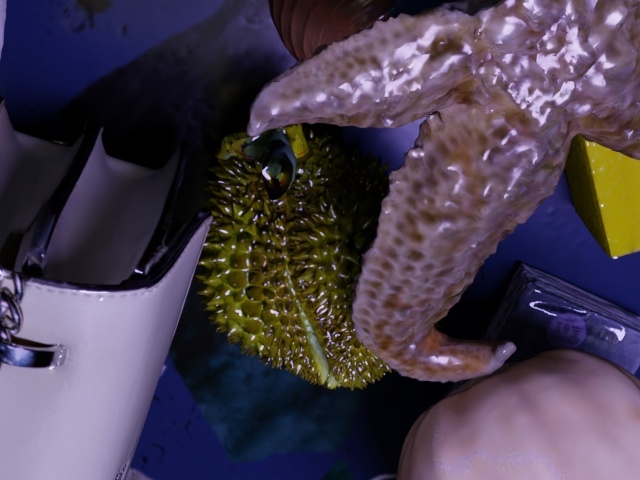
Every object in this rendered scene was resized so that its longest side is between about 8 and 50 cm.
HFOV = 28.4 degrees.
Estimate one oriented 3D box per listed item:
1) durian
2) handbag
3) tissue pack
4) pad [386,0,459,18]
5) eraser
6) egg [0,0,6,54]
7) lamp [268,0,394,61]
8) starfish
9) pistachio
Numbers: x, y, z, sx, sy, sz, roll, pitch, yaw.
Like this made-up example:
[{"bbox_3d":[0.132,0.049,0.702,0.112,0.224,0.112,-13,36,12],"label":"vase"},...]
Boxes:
[{"bbox_3d":[-0.006,0.007,0.860,0.198,0.146,0.159,41,120,-10],"label":"durian"},{"bbox_3d":[-0.192,0.116,0.825,0.160,0.236,0.358,16,116,-7],"label":"handbag"},{"bbox_3d":[0.165,0.108,0.957,0.112,0.051,0.156,23,109,-13],"label":"tissue pack"},{"bbox_3d":[0.113,-0.235,0.753,0.270,0.012,0.269,-44,114,-23],"label":"pad"},{"bbox_3d":[0.192,-0.063,0.862,0.045,0.097,0.122,-18,113,1],"label":"eraser"},{"bbox_3d":[-0.384,-0.127,0.606,0.354,0.340,0.354,0,91,28],"label":"egg"},{"bbox_3d":[0.034,-0.158,0.793,0.136,0.136,0.136,-1,113,-3],"label":"lamp"},{"bbox_3d":[0.176,-0.096,0.703,0.432,0.082,0.324,-36,134,0],"label":"starfish"},{"bbox_3d":[0.161,0.201,0.856,0.193,0.214,0.318,-24,124,1],"label":"pistachio"}]
